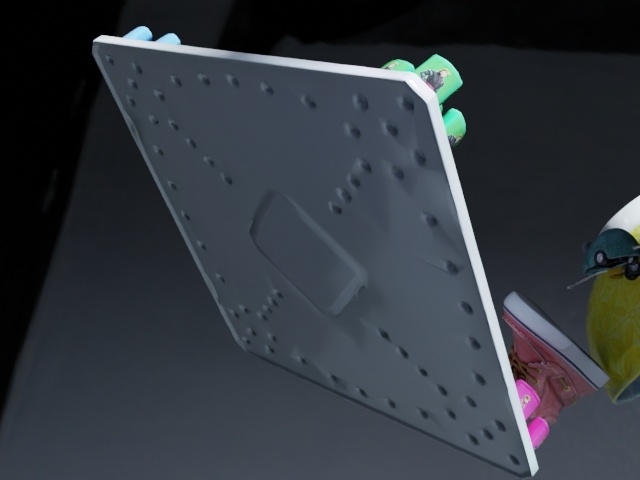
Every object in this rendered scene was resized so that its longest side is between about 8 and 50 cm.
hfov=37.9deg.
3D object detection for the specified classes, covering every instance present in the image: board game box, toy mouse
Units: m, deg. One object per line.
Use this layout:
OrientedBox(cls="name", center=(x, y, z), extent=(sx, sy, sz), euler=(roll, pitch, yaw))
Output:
OrientedBox(cls="board game box", center=(0.000, 0.000, 0.816), extent=(0.390, 0.050, 0.390), euler=(17, -41, 43))
OrientedBox(cls="toy mouse", center=(0.282, 0.005, 0.797), extent=(0.161, 0.031, 0.143), euler=(-10, -15, 19))

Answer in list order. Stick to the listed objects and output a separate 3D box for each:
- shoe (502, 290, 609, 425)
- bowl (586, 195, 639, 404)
OrientedBox(cls="shoe", center=(0.200, 0.116, 0.868), extent=(0.178, 0.081, 0.063), euler=(38, 11, -43))
OrientedBox(cls="bowl", center=(0.381, 0.029, 0.971), extent=(0.156, 0.289, 0.289), euler=(58, 13, 24))
